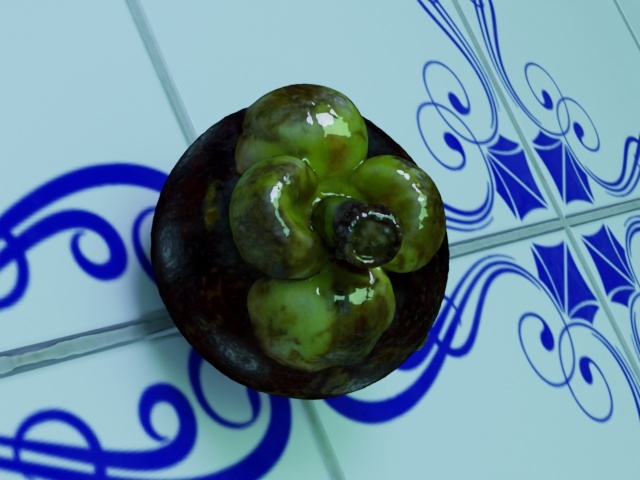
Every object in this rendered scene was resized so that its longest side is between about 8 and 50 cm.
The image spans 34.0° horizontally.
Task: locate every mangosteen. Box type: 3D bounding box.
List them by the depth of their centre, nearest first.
[{"bbox_3d":[0.000,0.000,0.633,0.192,0.217,0.192,5,78,-23],"label":"mangosteen"}]
